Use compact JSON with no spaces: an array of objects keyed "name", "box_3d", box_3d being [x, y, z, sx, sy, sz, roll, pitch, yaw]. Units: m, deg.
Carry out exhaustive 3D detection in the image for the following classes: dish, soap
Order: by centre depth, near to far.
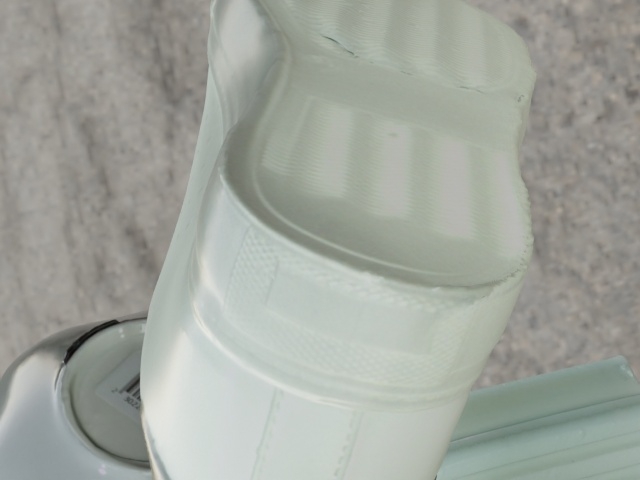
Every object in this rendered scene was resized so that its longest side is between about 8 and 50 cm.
[{"name":"dish","box_3d":[-0.080,0.090,0.723,0.191,0.190,0.066,54,151,33]},{"name":"soap","box_3d":[0.131,0.158,1.021,0.066,0.198,0.119,-126,32,-49]}]

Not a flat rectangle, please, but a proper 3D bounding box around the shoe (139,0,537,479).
[{"name":"shoe","box_3d":[0.000,0.000,0.570,0.363,0.131,0.160,-87,15,-66]}]
